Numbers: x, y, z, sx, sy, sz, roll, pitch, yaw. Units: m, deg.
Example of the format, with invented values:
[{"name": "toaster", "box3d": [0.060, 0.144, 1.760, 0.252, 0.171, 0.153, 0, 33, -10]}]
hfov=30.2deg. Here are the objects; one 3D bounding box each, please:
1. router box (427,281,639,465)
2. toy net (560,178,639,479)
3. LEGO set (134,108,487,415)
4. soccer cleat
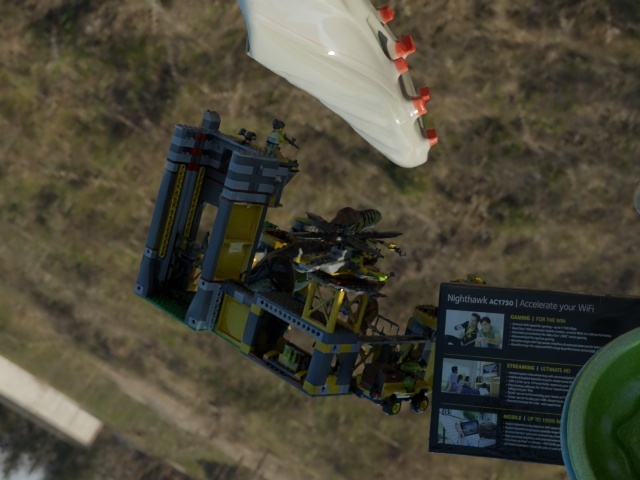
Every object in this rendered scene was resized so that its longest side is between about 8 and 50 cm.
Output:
[{"name": "router box", "box3d": [0.177, 0.104, 0.912, 0.178, 0.133, 0.046, 4, 180, 13]}, {"name": "toy net", "box3d": [0.160, -0.004, 0.380, 0.122, 0.232, 0.045, 20, 168, 6]}, {"name": "LEGO set", "box3d": [0.000, 0.000, 1.061, 0.255, 0.192, 0.331, 6, -165, -38]}, {"name": "soccer cleat", "box3d": [0.003, -0.105, 0.646, 0.076, 0.068, 0.196, -20, 138, 18]}]
